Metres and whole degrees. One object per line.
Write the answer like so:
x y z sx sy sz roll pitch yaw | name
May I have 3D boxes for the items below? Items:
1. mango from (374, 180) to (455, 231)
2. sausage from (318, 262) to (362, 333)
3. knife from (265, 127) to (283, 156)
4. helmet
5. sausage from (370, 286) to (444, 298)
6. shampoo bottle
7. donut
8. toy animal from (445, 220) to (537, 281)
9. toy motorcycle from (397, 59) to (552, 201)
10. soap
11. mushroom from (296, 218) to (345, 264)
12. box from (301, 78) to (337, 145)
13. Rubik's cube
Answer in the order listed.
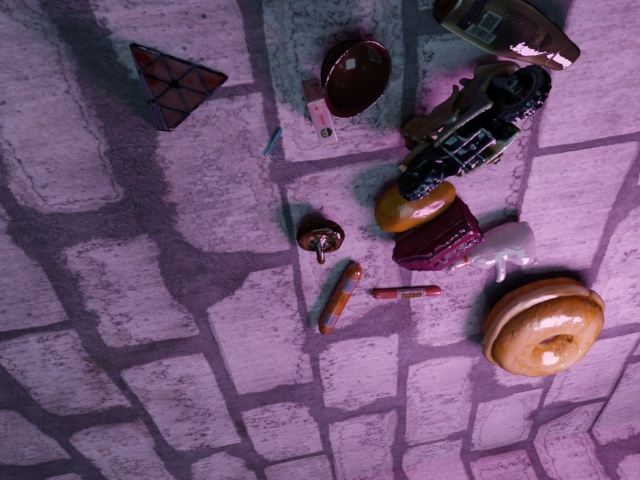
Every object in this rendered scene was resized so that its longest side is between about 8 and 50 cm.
0.252 -0.100 1.564 0.227 0.109 0.147 -23 133 10 | mango
0.058 0.191 1.854 0.053 0.053 0.348 7 132 -19 | sausage
-0.114 -0.236 1.418 0.014 0.005 0.091 18 129 -26 | knife
0.057 -0.355 1.255 0.155 0.106 0.175 16 110 -41 | helmet
0.283 0.170 1.900 0.253 0.034 0.034 -3 135 -10 | sausage
0.411 -0.456 1.259 0.350 0.084 0.125 14 133 -25 | shampoo bottle
0.764 0.305 2.026 0.448 0.198 0.449 -7 135 -7 | donut
0.497 0.038 1.744 0.282 0.140 0.138 -21 127 4 | toy animal
0.330 -0.261 1.335 0.168 0.237 0.410 37 121 -22 | toy motorcycle
0.313 -0.008 1.640 0.250 0.162 0.099 -36 137 25 | soap
0.000 -0.001 1.630 0.135 0.080 0.171 4 136 1 | mushroom
-0.002 -0.291 1.328 0.043 0.089 0.125 -17 137 4 | box
-0.350 -0.313 1.264 0.190 0.211 0.178 44 141 -7 | Rubik's cube
